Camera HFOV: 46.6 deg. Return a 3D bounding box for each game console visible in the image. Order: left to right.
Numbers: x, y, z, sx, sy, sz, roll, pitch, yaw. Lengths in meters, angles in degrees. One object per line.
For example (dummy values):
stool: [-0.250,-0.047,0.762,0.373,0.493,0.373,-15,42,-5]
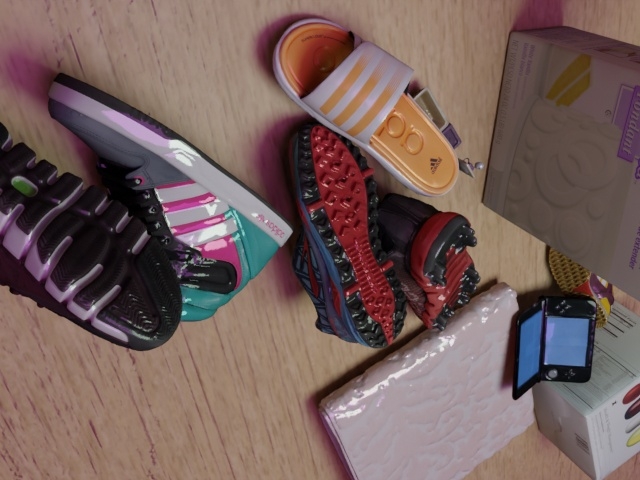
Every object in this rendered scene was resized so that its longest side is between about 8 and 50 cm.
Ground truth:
game console: [0.351,0.164,1.114,0.124,0.085,0.143,2,110,11]

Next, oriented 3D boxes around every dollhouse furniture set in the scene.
dollhouse furniture set: [0.136,-0.111,0.874,0.091,0.081,0.114,-43,130,-4]

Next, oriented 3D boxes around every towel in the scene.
towel: [0.177,0.258,1.126,0.332,0.053,0.316,-32,128,-15]

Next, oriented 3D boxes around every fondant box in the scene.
fondant box: [0.339,-0.091,0.850,0.096,0.330,0.238,-12,121,-26]

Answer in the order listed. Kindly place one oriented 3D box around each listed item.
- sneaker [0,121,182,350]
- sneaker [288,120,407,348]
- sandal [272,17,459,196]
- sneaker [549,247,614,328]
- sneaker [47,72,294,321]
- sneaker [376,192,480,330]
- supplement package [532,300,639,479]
sneaker: [-0.258,0.011,0.644,0.281,0.106,0.162,43,130,-7]
sneaker: [0.000,0.000,0.838,0.104,0.125,0.261,-22,100,-40]
sandal: [0.072,-0.141,0.783,0.265,0.076,0.101,35,76,-26]
sneaker: [0.406,0.043,1.148,0.084,0.070,0.185,-49,126,-41]
sneaker: [-0.172,-0.013,0.720,0.295,0.124,0.178,38,83,-41]
sneaker: [0.124,0.026,0.938,0.097,0.135,0.276,-51,154,-13]
supplement package: [0.480,0.252,1.249,0.203,0.149,0.194,-32,128,-11]
